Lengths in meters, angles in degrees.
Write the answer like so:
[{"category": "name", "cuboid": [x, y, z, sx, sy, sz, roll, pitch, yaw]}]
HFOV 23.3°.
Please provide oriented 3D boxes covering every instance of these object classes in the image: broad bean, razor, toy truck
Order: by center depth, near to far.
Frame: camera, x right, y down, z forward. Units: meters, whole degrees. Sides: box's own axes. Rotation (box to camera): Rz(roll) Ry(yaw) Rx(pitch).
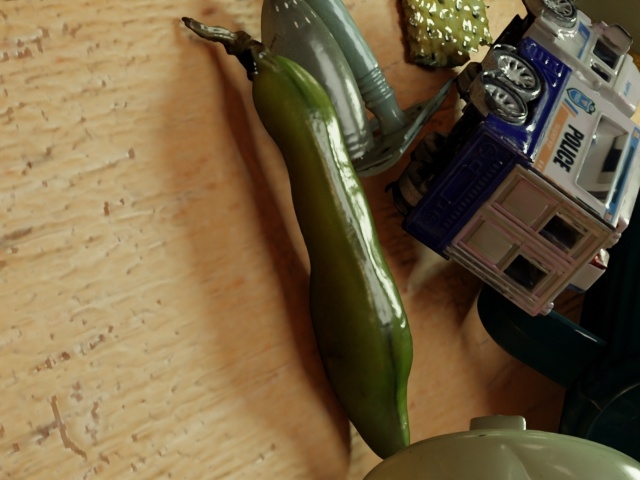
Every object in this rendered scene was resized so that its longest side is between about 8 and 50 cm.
[{"category": "broad bean", "cuboid": [0.007, -0.003, 1.005, 0.067, 0.075, 0.325, -24, 98, -55]}, {"category": "razor", "cuboid": [0.003, -0.166, 1.091, 0.232, 0.068, 0.106, 58, 35, -15]}, {"category": "toy truck", "cuboid": [0.169, -0.077, 1.182, 0.155, 0.124, 0.268, 37, 37, -3]}]

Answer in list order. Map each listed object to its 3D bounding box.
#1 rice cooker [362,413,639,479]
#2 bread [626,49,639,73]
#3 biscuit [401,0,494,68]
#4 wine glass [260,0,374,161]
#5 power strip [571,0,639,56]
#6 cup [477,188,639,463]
[{"category": "rice cooker", "cuboid": [0.111, 0.248, 0.937, 0.226, 0.226, 0.244, 36, 47, -44]}, {"category": "bread", "cuboid": [0.373, -0.293, 1.630, 0.195, 0.142, 0.270, -16, 88, -58]}, {"category": "biscuit", "cuboid": [0.099, -0.233, 1.299, 0.144, 0.016, 0.203, 10, 68, -55]}, {"category": "wine glass", "cuboid": [-0.019, -0.142, 1.037, 0.066, 0.066, 0.198, -35, 106, -56]}, {"category": "power strip", "cuboid": [0.362, -0.226, 1.503, 0.215, 0.145, 0.061, 36, 35, -1]}, {"category": "cup", "cuboid": [0.307, 0.075, 1.245, 0.308, 0.242, 0.292, 56, 31, -19]}]
